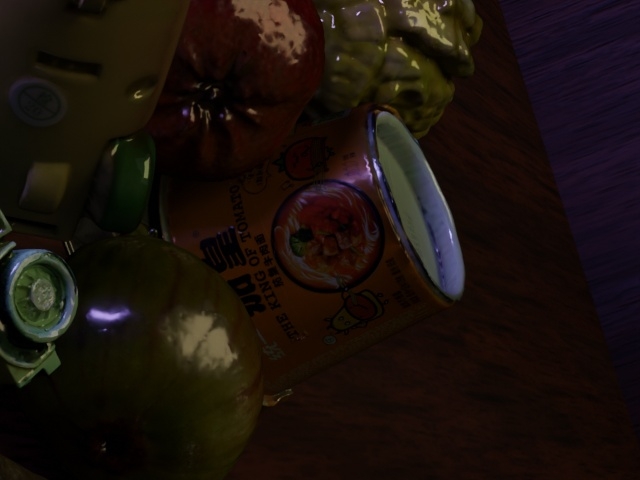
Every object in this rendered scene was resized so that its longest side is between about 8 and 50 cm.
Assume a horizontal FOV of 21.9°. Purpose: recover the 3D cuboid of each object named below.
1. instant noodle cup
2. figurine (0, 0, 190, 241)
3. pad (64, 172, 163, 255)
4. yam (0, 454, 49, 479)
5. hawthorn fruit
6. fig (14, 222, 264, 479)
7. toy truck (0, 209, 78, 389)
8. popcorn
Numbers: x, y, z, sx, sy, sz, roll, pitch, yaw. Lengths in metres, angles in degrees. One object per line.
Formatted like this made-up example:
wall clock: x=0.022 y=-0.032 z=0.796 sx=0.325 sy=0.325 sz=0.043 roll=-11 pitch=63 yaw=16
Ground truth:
instant noodle cup: x=0.000 y=0.000 z=1.262 sx=0.216 sy=0.172 sz=0.216 roll=56 pitch=21 yaw=-35
figurine: x=-0.135 y=-0.142 z=0.893 sx=0.124 sy=0.324 sz=0.222 roll=12 pitch=42 yaw=-15
pad: x=-0.161 y=-0.102 z=1.196 sx=0.367 sy=0.007 sz=0.247 roll=71 pitch=19 yaw=2
yam: x=-0.143 y=0.163 z=0.895 sx=0.274 sy=0.061 sz=0.061 roll=44 pitch=31 yaw=-54
hawthorn fruit: x=-0.093 y=-0.147 z=1.182 sx=0.179 sy=0.179 sz=0.200 roll=54 pitch=4 yaw=-39
fig: x=-0.100 y=0.039 z=1.006 sx=0.151 sy=0.151 sz=0.259 roll=59 pitch=20 yaw=-30
toy truck: x=-0.235 y=-0.022 z=0.770 sx=0.135 sy=0.128 sz=0.259 roll=-52 pitch=126 yaw=-38
popcorn: x=0.046 y=-0.211 z=1.591 sx=0.259 sy=0.212 sz=0.259 roll=-12 pitch=90 yaw=-73
